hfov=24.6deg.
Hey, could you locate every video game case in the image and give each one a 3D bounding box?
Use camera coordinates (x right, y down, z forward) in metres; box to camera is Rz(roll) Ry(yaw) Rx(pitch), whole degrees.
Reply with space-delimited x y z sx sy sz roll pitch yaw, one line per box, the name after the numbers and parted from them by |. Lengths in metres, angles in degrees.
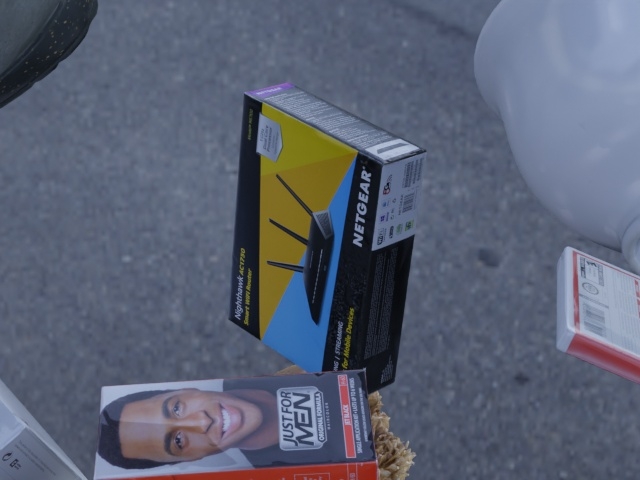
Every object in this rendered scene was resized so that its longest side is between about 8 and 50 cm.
0.347 0.104 1.320 0.285 0.025 0.204 23 22 0 | video game case

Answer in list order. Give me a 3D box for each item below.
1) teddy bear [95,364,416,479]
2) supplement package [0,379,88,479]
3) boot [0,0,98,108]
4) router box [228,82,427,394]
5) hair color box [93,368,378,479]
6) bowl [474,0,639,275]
-0.100 0.199 0.986 0.245 0.113 0.338 -3 19 43 | teddy bear
-0.326 0.140 1.158 0.145 0.204 0.262 -42 64 -11 | supplement package
-0.184 -0.036 0.468 0.083 0.246 0.161 44 6 6 | boot
0.000 0.000 0.988 0.046 0.179 0.133 -20 37 -40 | router box
-0.043 0.109 0.758 0.141 0.043 0.072 -5 37 -2 | hair color box
0.240 -0.056 0.841 0.297 0.298 0.134 1 67 -1 | bowl
